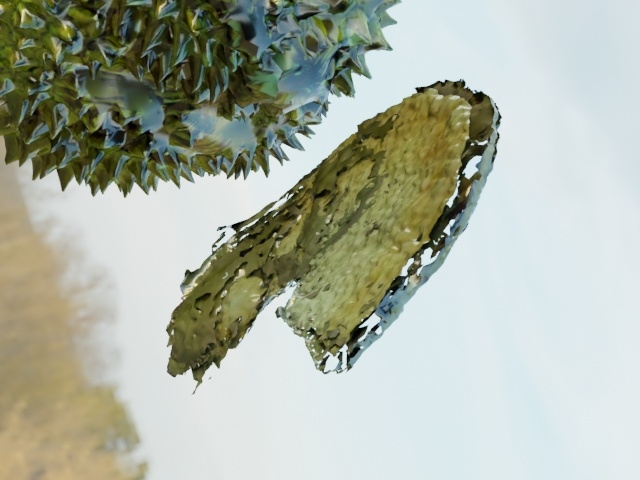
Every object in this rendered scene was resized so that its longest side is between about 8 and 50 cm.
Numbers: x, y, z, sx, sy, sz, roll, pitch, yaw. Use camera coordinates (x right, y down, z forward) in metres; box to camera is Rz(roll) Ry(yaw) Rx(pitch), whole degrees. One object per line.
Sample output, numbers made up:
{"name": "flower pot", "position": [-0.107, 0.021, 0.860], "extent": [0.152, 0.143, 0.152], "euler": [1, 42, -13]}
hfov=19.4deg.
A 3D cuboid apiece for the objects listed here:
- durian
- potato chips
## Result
{"name": "durian", "position": [-0.096, -0.163, 1.167], "extent": [0.291, 0.291, 0.224], "euler": [84, 1, -50]}
{"name": "potato chips", "position": [0.003, 0.003, 0.944], "extent": [0.029, 0.202, 0.220], "euler": [42, -37, -24]}
